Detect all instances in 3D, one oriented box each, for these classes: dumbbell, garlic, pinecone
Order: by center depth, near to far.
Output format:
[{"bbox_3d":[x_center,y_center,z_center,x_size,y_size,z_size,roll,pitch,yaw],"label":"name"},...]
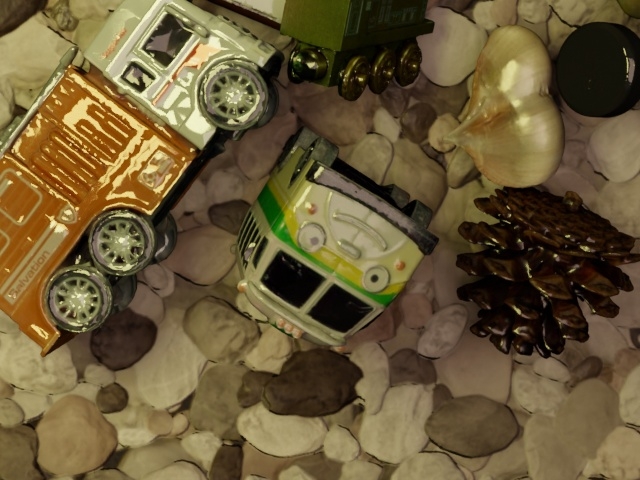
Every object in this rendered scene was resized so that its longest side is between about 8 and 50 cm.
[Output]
[{"bbox_3d":[0.346,-0.180,1.450,0.191,0.100,0.100,-3,99,-45],"label":"dumbbell"},{"bbox_3d":[0.205,-0.145,1.454,0.099,0.124,0.174,-12,98,-39],"label":"garlic"},{"bbox_3d":[0.238,0.037,1.463,0.208,0.208,0.207,-1,97,-7],"label":"pinecone"}]

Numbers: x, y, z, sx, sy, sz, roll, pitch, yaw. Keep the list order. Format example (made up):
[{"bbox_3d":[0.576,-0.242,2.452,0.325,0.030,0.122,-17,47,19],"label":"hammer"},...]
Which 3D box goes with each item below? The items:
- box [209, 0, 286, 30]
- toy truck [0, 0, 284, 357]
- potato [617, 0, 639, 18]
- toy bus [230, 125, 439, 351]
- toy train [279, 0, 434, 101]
[{"bbox_3d":[-0.115,-0.457,1.391,0.345,0.122,0.385,21,94,-10],"label":"box"},{"bbox_3d":[-0.215,-0.086,1.397,0.207,0.173,0.387,38,94,-1],"label":"toy truck"},{"bbox_3d":[0.405,-0.305,1.456,0.200,0.154,0.137,-23,57,-17],"label":"potato"},{"bbox_3d":[0.000,0.000,1.368,0.143,0.305,0.179,33,94,-10],"label":"toy bus"},{"bbox_3d":[0.044,-0.225,1.397,0.090,0.225,0.137,21,113,25],"label":"toy train"}]
